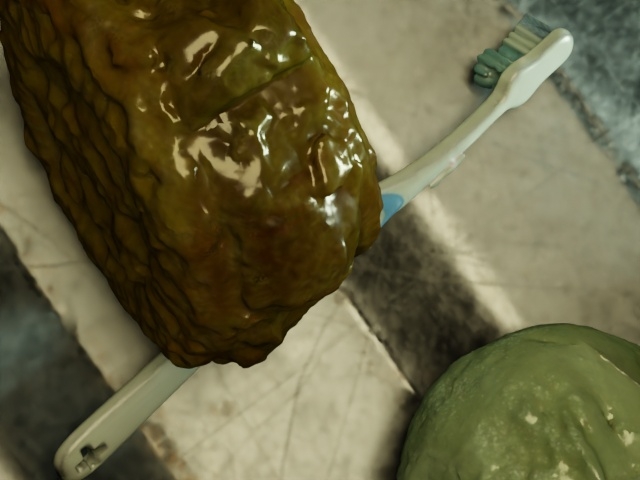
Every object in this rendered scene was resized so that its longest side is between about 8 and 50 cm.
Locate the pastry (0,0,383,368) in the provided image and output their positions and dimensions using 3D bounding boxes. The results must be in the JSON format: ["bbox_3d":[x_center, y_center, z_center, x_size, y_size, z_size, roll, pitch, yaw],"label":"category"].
[{"bbox_3d":[-0.072,-0.055,0.984,0.132,0.235,0.240,-36,71,-14],"label":"pastry"}]

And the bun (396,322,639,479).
[{"bbox_3d":[0.145,0.149,1.064,0.212,0.126,0.204,32,73,-7],"label":"bun"}]

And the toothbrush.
[{"bbox_3d":[0.003,0.002,1.095,0.386,0.040,0.040,-43,93,-17],"label":"toothbrush"}]
